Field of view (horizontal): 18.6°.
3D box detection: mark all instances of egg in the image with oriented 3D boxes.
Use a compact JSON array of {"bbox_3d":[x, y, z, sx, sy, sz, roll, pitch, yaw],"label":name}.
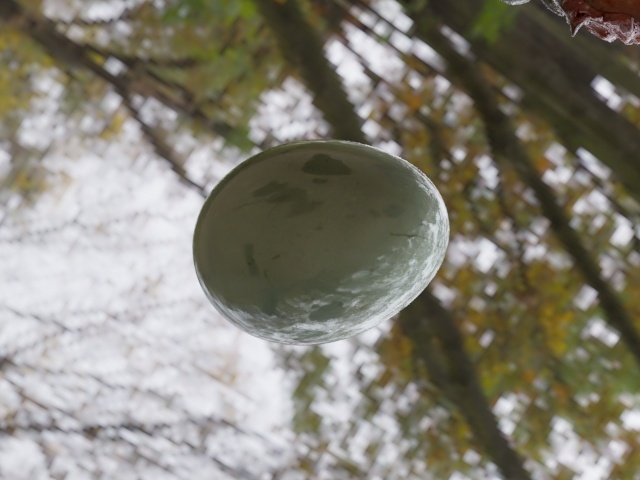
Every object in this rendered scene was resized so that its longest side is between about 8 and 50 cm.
[{"bbox_3d":[0.000,0.000,1.741,0.264,0.183,0.183,-12,-130,43],"label":"egg"}]

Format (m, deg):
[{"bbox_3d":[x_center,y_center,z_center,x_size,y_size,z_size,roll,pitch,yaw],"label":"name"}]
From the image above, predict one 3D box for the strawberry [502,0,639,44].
[{"bbox_3d":[0.239,-0.225,1.316,0.286,0.106,0.188,-15,-106,11],"label":"strawberry"}]
